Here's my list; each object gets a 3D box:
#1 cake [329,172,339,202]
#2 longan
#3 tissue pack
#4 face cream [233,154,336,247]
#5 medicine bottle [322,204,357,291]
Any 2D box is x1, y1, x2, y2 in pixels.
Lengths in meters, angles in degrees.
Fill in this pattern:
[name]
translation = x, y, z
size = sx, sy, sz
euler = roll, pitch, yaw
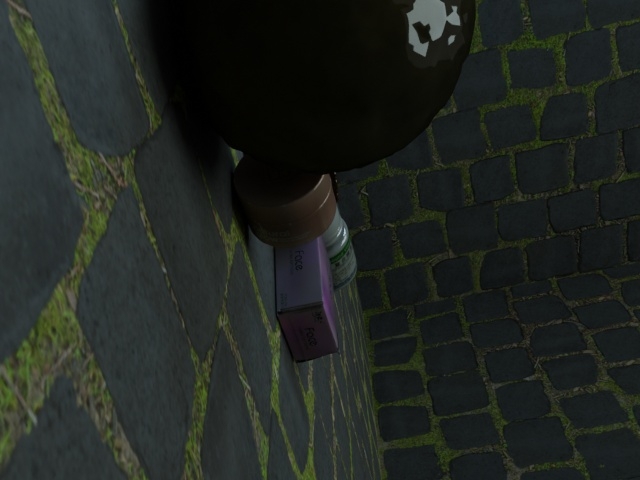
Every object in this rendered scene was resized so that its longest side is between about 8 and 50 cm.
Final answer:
[cake]
translation = -0.043, -0.147, 1.480
size = 0.135, 0.147, 0.134
euler = -97, 177, -49
[longan]
translation = 0.008, -0.299, 1.046
size = 0.404, 0.404, 0.436
euler = 73, 5, -45
[tissue pack]
translation = -0.028, 0.089, 1.469
size = 0.246, 0.092, 0.148
euler = -95, 170, -47
[face cream]
translation = -0.055, -0.076, 1.216
size = 0.104, 0.149, 0.149
euler = 74, 7, -50
[medicine bottle]
translation = 0.000, 0.000, 1.714
size = 0.237, 0.139, 0.139
euler = 74, 7, -49
